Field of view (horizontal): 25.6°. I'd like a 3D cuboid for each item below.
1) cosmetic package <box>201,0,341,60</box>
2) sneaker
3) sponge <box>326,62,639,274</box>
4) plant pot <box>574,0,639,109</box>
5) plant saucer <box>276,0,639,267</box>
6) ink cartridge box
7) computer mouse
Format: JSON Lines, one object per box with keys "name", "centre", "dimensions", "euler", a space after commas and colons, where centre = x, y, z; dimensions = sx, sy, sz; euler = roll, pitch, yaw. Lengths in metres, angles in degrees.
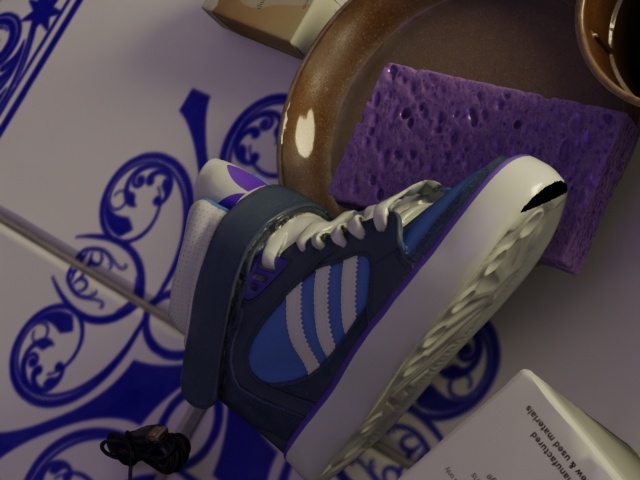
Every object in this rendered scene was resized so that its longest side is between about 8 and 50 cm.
{"name": "cosmetic package", "centre": [-0.043, -0.205, 1.244], "dimensions": [0.115, 0.041, 0.060], "euler": [25, 83, 36]}
{"name": "sneaker", "centre": [0.000, 0.000, 0.996], "dimensions": [0.236, 0.130, 0.323], "euler": [48, 128, 18]}
{"name": "sponge", "centre": [0.114, -0.057, 1.033], "dimensions": [0.210, 0.031, 0.117], "euler": [17, 79, 36]}
{"name": "plant pot", "centre": [0.276, -0.125, 0.942], "dimensions": [0.167, 0.165, 0.167], "euler": [-13, 62, 26]}
{"name": "plant saucer", "centre": [0.109, -0.093, 1.100], "dimensions": [0.311, 0.050, 0.310], "euler": [-12, 63, 25]}
{"name": "ink cartridge box", "centre": [0.090, 0.233, 0.872], "dimensions": [0.278, 0.201, 0.117], "euler": [-42, 54, 9]}
{"name": "computer mouse", "centre": [-0.141, 0.241, 1.103], "dimensions": [0.106, 0.042, 0.193], "euler": [-17, 63, 47]}
